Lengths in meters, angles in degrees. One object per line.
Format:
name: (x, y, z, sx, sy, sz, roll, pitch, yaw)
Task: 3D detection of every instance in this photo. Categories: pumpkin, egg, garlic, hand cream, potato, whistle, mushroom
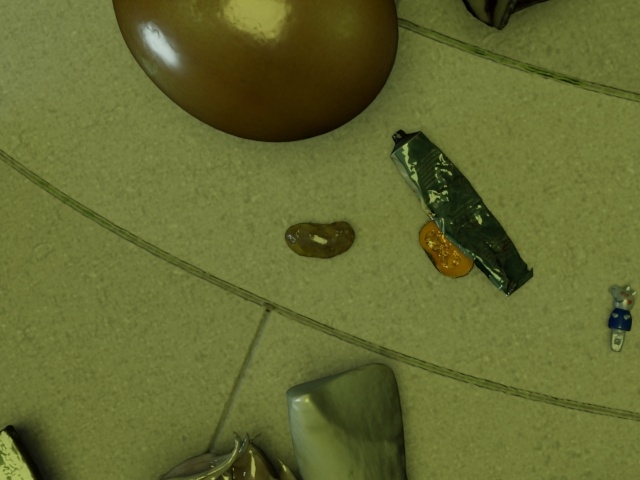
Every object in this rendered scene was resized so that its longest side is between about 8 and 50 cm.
pumpkin: (0.158, 0.012, 1.337, 0.050, 0.028, 0.083, -33, 81, -9)
egg: (-0.078, -0.266, 1.223, 0.351, 0.282, 0.283, 35, 97, 7)
garlic: (-0.135, 0.375, 1.310, 0.237, 0.210, 0.292, -8, 101, 14)
hand cream: (0.174, -0.041, 1.314, 0.075, 0.052, 0.248, -36, 82, -30)
potato: (0.000, 0.000, 1.349, 0.092, 0.045, 0.047, -2, 57, 5)
whistle: (0.371, 0.096, 1.314, 0.033, 0.029, 0.083, 8, 84, 15)
mushroom: (0.049, 0.358, 1.303, 0.126, 0.177, 0.397, -11, 93, 36)

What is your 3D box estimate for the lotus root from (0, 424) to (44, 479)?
lotus root: (-0.451, 0.416, 1.385, 0.267, 0.149, 0.260, -32, 93, -10)

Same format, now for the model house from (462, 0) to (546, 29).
model house: (0.269, -0.456, 1.193, 0.282, 0.297, 0.317, -27, 83, -36)
